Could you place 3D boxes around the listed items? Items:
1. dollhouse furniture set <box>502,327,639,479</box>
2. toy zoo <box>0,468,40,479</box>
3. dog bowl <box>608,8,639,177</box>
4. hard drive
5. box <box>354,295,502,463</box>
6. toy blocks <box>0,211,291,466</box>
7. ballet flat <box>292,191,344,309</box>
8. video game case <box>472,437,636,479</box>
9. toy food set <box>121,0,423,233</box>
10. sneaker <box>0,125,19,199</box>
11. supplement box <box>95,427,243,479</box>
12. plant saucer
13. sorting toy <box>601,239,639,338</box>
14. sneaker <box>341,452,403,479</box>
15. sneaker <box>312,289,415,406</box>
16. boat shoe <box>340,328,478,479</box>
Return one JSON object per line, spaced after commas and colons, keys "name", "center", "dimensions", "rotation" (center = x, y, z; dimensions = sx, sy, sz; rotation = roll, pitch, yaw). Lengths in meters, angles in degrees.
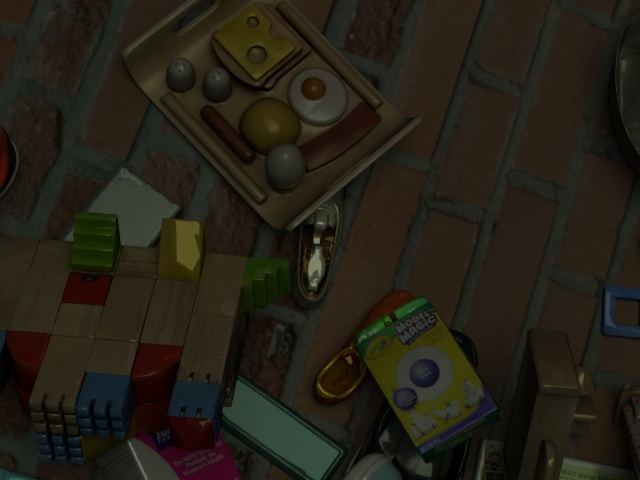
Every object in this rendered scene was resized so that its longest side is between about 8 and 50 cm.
{"name": "dollhouse furniture set", "center": [0.398, 0.224, 1.736], "dimensions": [0.356, 0.303, 0.173], "rotation": [5, 120, -3]}
{"name": "toy zoo", "center": [-0.383, 0.353, 1.767], "dimensions": [0.293, 0.030, 0.192], "rotation": [17, 77, -4]}
{"name": "dog bowl", "center": [0.523, -0.183, 1.963], "dimensions": [0.349, 0.102, 0.348], "rotation": [1, 78, -7]}
{"name": "hard drive", "center": [-0.244, -0.014, 1.867], "dimensions": [0.094, 0.022, 0.135], "rotation": [37, 76, 1]}
{"name": "box", "center": [0.116, 0.150, 1.770], "dimensions": [0.105, 0.043, 0.179], "rotation": [-32, 60, -1]}
{"name": "toy blocks", "center": [-0.238, 0.128, 1.699], "dimensions": [0.382, 0.190, 0.261], "rotation": [5, 45, 5]}
{"name": "ballet flat", "center": [0.000, 0.000, 1.880], "dimensions": [0.057, 0.052, 0.168], "rotation": [5, 77, -5]}
{"name": "video game case", "center": [0.276, 0.352, 1.858], "dimensions": [0.212, 0.023, 0.193], "rotation": [13, 77, -4]}
{"name": "toy food set", "center": [-0.059, -0.182, 1.880], "dimensions": [0.220, 0.092, 0.306], "rotation": [-41, 80, -13]}
{"name": "sneaker", "center": [-0.479, -0.006, 1.770], "dimensions": [0.131, 0.148, 0.350], "rotation": [33, 76, 0]}
{"name": "supplement box", "center": [-0.147, 0.309, 1.754], "dimensions": [0.111, 0.114, 0.220], "rotation": [-22, 80, -32]}
{"name": "plant saucer", "center": [-0.060, 0.220, 1.845], "dimensions": [0.192, 0.018, 0.067], "rotation": [35, 76, 2]}
{"name": "sorting toy", "center": [0.522, 0.103, 1.930], "dimensions": [0.348, 0.047, 0.196], "rotation": [20, 76, -3]}
{"name": "sneaker", "center": [0.079, 0.406, 1.685], "dimensions": [0.208, 0.127, 0.319], "rotation": [20, 94, 24]}
{"name": "sneaker", "center": [0.059, 0.130, 1.854], "dimensions": [0.064, 0.067, 0.175], "rotation": [38, 75, 3]}
{"name": "boat shoe", "center": [0.107, 0.258, 1.809], "dimensions": [0.127, 0.113, 0.340], "rotation": [26, 76, -1]}
